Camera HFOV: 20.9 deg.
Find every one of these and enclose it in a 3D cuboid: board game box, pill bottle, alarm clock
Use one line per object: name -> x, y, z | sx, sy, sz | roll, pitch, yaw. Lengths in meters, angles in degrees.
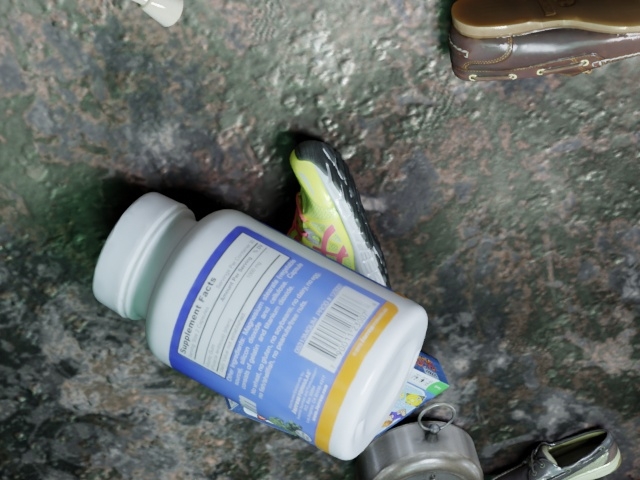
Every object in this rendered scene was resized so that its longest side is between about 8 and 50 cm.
board game box -> 0.016, 0.139, 1.686 | 0.136, 0.035, 0.201 | -38, 143, 20
pill bottle -> -0.057, 0.066, 1.520 | 0.272, 0.152, 0.152 | 27, 127, 15
alarm clock -> 0.106, 0.234, 1.787 | 0.129, 0.064, 0.192 | -1, 132, -12

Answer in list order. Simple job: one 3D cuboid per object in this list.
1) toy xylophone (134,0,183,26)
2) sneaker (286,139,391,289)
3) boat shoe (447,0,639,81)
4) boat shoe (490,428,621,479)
toy xylophone -> -0.125, -0.293, 1.275 | 0.236, 0.081, 0.323 | -43, 138, 19
sneaker -> 0.000, 0.000, 1.583 | 0.094, 0.081, 0.208 | -16, 129, 7
boat shoe -> 0.212, -0.176, 1.485 | 0.207, 0.073, 0.073 | -2, 130, 2
boat shoe -> 0.240, 0.236, 1.828 | 0.152, 0.056, 0.049 | -22, 124, -3
